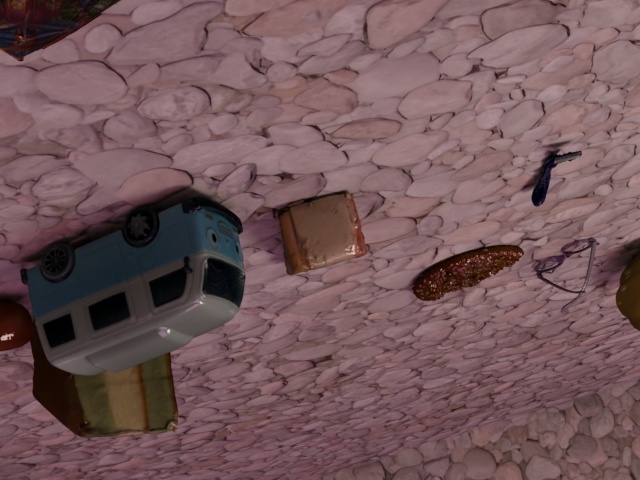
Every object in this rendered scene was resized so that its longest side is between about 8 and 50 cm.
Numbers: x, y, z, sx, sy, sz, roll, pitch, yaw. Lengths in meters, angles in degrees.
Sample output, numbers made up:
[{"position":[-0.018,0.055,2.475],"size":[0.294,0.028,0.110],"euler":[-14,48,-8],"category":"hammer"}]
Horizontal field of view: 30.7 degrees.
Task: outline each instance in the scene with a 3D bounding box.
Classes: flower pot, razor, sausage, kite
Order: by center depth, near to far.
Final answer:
[{"position":[-0.252,-0.203,1.003],"size":[0.190,0.010,0.159],"euler":[-7,156,-25],"category":"kite"},{"position":[-0.485,0.116,1.562],"size":[0.198,0.076,0.076],"euler":[3,152,-36],"category":"sausage"},{"position":[0.324,-0.092,1.647],"size":[0.044,0.028,0.154],"euler":[-15,158,-12],"category":"razor"},{"position":[0.637,0.090,2.129],"size":[0.195,0.195,0.179],"euler":[-9,171,-15],"category":"flower pot"}]

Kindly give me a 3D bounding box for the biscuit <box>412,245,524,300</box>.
[{"position":[0.234,0.057,1.962],"size":[0.206,0.025,0.126],"euler":[-30,154,32],"category":"biscuit"}]

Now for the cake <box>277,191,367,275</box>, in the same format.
[{"position":[0.007,0.019,1.634],"size":[0.109,0.090,0.225],"euler":[-17,160,-5],"category":"cake"}]

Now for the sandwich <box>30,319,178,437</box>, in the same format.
[{"position":[-0.314,0.196,1.663],"size":[0.155,0.227,0.198],"euler":[-2,155,-29],"category":"sandwich"}]

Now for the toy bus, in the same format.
[{"position":[-0.226,0.065,1.478],"size":[0.271,0.164,0.133],"euler":[-22,158,18],"category":"toy bus"}]

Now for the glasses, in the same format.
[{"position":[0.438,0.069,2.023],"size":[0.063,0.103,0.140],"euler":[5,148,-39],"category":"glasses"}]
